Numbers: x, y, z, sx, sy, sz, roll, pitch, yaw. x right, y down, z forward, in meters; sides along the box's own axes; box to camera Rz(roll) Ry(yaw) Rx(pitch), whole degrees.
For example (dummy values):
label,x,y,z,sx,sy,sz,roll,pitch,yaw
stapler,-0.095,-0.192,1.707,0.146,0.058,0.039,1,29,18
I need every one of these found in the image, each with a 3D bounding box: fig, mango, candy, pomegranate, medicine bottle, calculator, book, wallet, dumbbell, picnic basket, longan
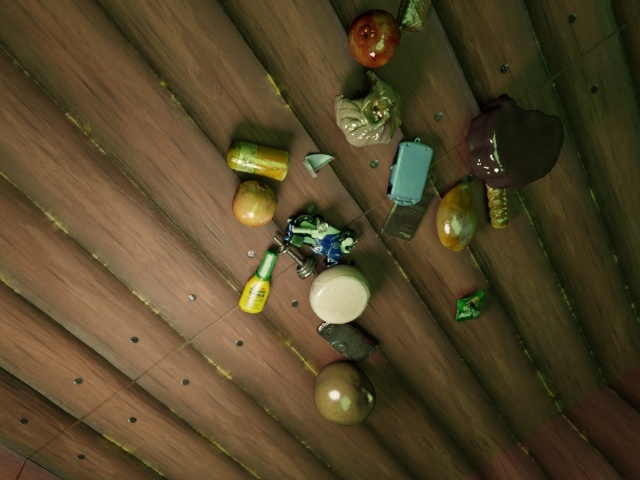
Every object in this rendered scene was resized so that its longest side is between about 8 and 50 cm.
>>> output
label,x,y,z,sx,sy,sz,roll,pitch,yaw
fig,0.206,-0.732,1.523,0.204,0.205,0.206,-4,114,-10
mango,0.623,-0.105,1.897,0.192,0.146,0.317,-7,108,-18
candy,0.770,0.343,2.157,0.141,0.078,0.203,-3,125,1
pomegranate,-0.257,-0.146,1.660,0.191,0.191,0.192,-4,114,-10
medicine bottle,-0.267,0.181,1.861,0.111,0.076,0.309,17,107,-20
calculator,0.383,-0.296,1.800,0.172,0.051,0.294,8,105,-13
book,0.389,-0.115,1.905,0.160,0.024,0.229,17,108,-18
wallet,0.136,0.488,2.096,0.172,0.045,0.318,-45,113,7
medicine bottle,-0.245,-0.316,1.630,0.238,0.124,0.124,9,111,-17
dumbbell,-0.114,0.070,1.837,0.110,0.110,0.254,-43,109,7
picnic basket,0.361,-0.888,1.555,0.109,0.055,0.194,9,109,-16
longan,0.115,0.760,2.068,0.318,0.319,0.320,-4,114,-10

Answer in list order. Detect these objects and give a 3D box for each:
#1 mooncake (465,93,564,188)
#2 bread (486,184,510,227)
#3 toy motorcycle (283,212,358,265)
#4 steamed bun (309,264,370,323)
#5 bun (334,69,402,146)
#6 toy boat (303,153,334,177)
label,x,y,z,sx,sy,sz,roll,pitch,yaw
mooncake,0.793,-0.398,1.747,0.380,0.212,0.351,31,81,-17
bread,0.827,-0.177,1.941,0.087,0.098,0.270,0,122,34
toy motorcycle,0.000,0.000,1.821,0.330,0.125,0.197,19,106,-23
steamed bun,0.083,0.231,1.900,0.282,0.177,0.283,-5,119,-9
bun,0.200,-0.486,1.607,0.281,0.205,0.282,-5,115,-11
toy boat,-0.005,-0.329,1.731,0.122,0.034,0.096,-36,116,-5
